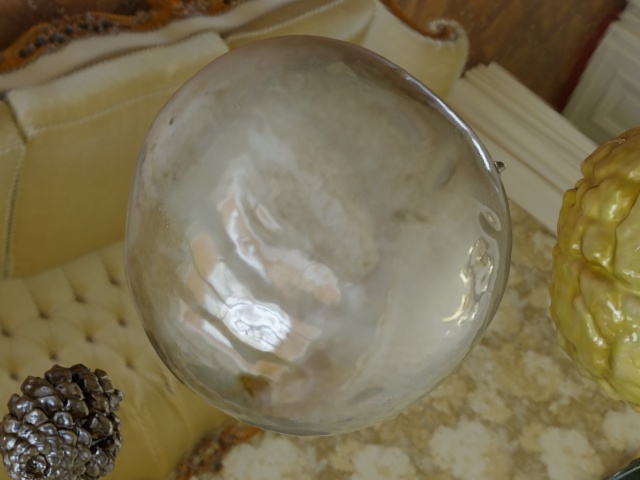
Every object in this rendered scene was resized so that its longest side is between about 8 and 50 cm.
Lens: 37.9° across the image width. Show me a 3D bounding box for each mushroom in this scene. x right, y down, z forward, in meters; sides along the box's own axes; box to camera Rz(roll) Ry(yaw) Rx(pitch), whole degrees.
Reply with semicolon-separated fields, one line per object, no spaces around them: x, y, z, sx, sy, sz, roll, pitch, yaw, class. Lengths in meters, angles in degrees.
0.000;0.000;0.731;0.292;0.292;0.290;-52;171;7;mushroom

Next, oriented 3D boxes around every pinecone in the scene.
-0.380;0.277;1.371;0.184;0.179;0.204;-48;-167;9;pinecone

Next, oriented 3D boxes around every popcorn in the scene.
0.447;0.046;1.180;0.354;0.390;0.344;-44;154;24;popcorn

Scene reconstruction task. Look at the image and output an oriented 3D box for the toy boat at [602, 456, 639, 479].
0.476;0.329;1.336;0.260;0.085;0.078;-19;128;-22;toy boat
